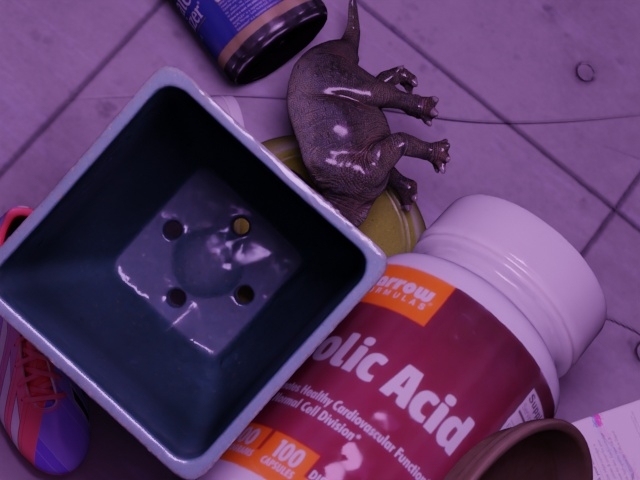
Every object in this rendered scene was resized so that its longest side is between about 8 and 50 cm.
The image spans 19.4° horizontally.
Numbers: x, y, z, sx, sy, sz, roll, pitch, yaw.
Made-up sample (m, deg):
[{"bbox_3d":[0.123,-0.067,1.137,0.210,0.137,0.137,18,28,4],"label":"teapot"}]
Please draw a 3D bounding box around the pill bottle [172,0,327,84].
[{"bbox_3d":[-0.100,-0.276,1.870,0.123,0.123,0.219,-33,82,-24],"label":"pill bottle"}]

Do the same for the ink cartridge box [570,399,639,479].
[{"bbox_3d":[0.271,0.232,1.822,0.198,0.067,0.115,-15,74,-22],"label":"ink cartridge box"}]

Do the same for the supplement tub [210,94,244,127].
[{"bbox_3d":[-0.134,-0.102,1.825,0.107,0.071,0.071,-8,73,-20],"label":"supplement tub"}]

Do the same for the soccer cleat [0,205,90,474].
[{"bbox_3d":[-0.261,0.089,1.703,0.083,0.095,0.248,-7,71,-16],"label":"soccer cleat"}]

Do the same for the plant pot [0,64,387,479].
[{"bbox_3d":[-0.110,0.023,1.626,0.247,0.252,0.248,42,92,0],"label":"plant pot"}]

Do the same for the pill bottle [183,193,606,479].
[{"bbox_3d":[0.077,0.155,1.704,0.224,0.224,0.392,42,66,1],"label":"pill bottle"}]

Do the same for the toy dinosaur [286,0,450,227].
[{"bbox_3d":[0.028,-0.117,1.811,0.160,0.121,0.314,7,72,-23],"label":"toy dinosaur"}]

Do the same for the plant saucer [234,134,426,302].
[{"bbox_3d":[0.000,0.000,1.845,0.241,0.037,0.241,6,68,-14],"label":"plant saucer"}]

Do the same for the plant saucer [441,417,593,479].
[{"bbox_3d":[0.147,0.279,1.639,0.041,0.278,0.278,24,59,35],"label":"plant saucer"}]
